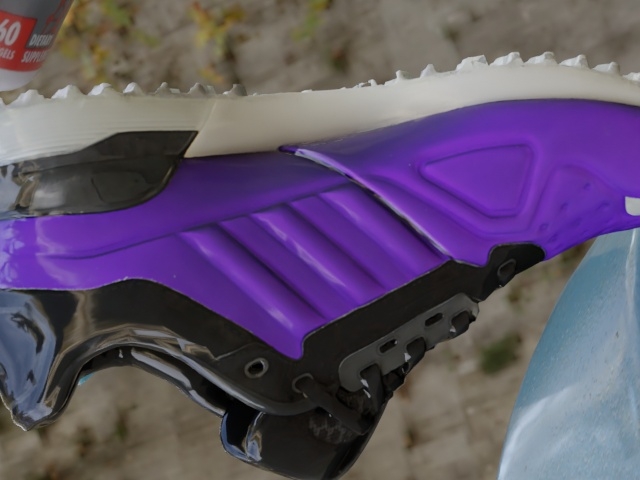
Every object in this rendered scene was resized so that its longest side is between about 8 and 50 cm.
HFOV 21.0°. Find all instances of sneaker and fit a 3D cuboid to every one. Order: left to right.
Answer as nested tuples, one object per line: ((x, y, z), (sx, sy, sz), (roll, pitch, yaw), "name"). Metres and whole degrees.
((0.012, 0.017, 0.645), (0.102, 0.293, 0.146), (123, 142, -74), "sneaker")

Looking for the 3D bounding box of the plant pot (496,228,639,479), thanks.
((0.217, 0.098, 0.803), (0.248, 0.247, 0.252), (113, 159, -55), "plant pot")

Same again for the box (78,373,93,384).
((-0.175, -0.004, 0.815), (0.060, 0.244, 0.100), (-40, -63, -28), "box")

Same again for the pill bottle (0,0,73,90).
((-0.225, -0.306, 1.214), (0.210, 0.363, 0.210), (26, -166, -7), "pill bottle")
